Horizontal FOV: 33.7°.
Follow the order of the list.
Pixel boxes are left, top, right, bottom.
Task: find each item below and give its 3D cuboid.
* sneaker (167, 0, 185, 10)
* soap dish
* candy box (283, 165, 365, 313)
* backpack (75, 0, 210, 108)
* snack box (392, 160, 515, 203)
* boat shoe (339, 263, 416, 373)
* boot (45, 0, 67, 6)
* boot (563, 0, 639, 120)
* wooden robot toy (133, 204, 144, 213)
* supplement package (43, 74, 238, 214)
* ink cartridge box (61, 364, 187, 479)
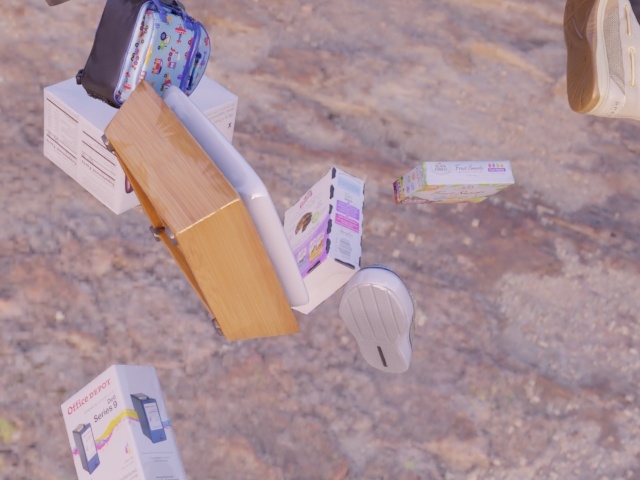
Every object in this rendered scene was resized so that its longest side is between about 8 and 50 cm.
[{"bbox_3d":[-0.292,-0.368,1.674,0.072,0.077,0.178,-30,60,-35],"label":"sneaker"},{"bbox_3d":[-0.142,-0.033,1.268,0.118,0.229,0.291,-30,44,-10],"label":"soap dish"},{"bbox_3d":[0.000,0.000,1.801,0.070,0.165,0.196,24,49,-24],"label":"candy box"},{"bbox_3d":[-0.215,-0.243,1.405,0.117,0.158,0.173,26,10,31],"label":"backpack"},{"bbox_3d":[0.187,-0.082,1.492,0.141,0.100,0.037,-3,76,-23],"label":"snack box"},{"bbox_3d":[0.095,0.104,1.611,0.109,0.302,0.094,10,62,12],"label":"boat shoe"},{"bbox_3d":[-0.309,-0.453,1.252,0.096,0.280,0.264,-3,31,38],"label":"boot"},{"bbox_3d":[0.459,-0.280,1.518,0.204,0.095,0.261,13,66,-17],"label":"boot"},{"bbox_3d":[-0.297,-0.081,1.939,0.076,0.079,0.173,6,38,17],"label":"wooden robot toy"},{"bbox_3d":[-0.309,-0.196,1.822,0.204,0.145,0.262,36,46,25],"label":"supplement package"},{"bbox_3d":[-0.315,0.323,1.681,0.093,0.154,0.212,13,49,-48],"label":"ink cartridge box"}]
